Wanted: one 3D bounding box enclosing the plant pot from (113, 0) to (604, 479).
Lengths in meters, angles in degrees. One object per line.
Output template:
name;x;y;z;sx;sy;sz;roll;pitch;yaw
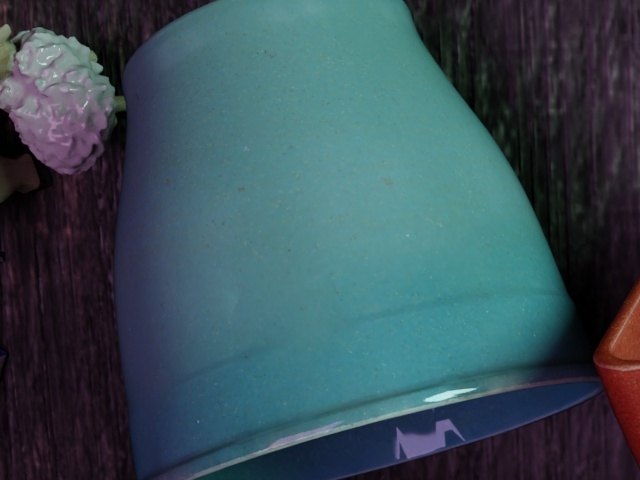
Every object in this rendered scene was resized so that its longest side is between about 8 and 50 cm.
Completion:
plant pot;0.000;0.000;0.752;0.271;0.271;0.255;-24;72;30

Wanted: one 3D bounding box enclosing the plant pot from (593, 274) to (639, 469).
plant pot;0.311;0.096;0.599;0.267;0.267;0.236;-8;107;30

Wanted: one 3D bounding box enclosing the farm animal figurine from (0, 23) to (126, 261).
farm animal figurine;-0.339;-0.120;0.948;0.330;0.172;0.327;-37;81;29

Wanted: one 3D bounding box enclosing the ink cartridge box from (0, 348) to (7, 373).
ink cartridge box;-0.335;0.163;1.072;0.097;0.046;0.207;29;112;22
